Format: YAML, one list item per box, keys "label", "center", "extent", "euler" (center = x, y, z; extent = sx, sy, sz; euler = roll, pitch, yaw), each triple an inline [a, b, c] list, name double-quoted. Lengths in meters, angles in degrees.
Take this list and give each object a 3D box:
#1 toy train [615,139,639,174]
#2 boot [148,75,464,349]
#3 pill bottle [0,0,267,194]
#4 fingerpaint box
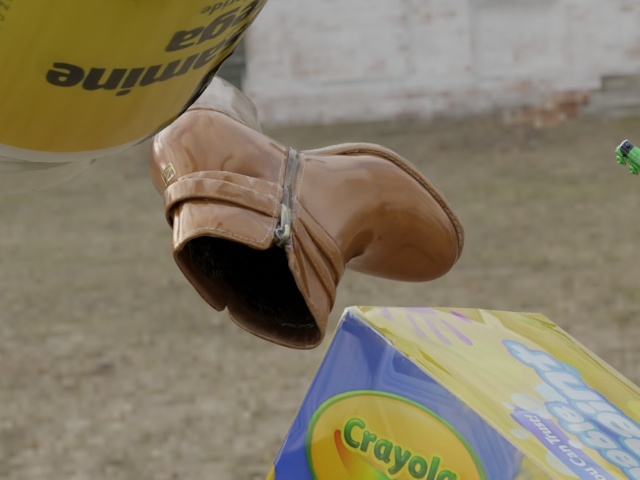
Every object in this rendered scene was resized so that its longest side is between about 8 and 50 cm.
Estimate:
- label: "toy train"
  center: [0.245, -0.045, 1.407]
  extent: [0.083, 0.017, 0.023]
  euler: [41, -10, 21]
- label: "boot"
  center: [0.000, 0.000, 1.418]
  extent: [0.283, 0.109, 0.220]
  euler: [35, 23, -26]
- label: "pill bottle"
  center: [-0.102, -0.148, 0.821]
  extent: [0.188, 0.188, 0.334]
  euler: [-8, -19, -25]
- label: "fingerpaint box"
  center: [0.128, 0.298, 0.875]
  extent: [0.163, 0.371, 0.445]
  euler: [4, 26, -47]
